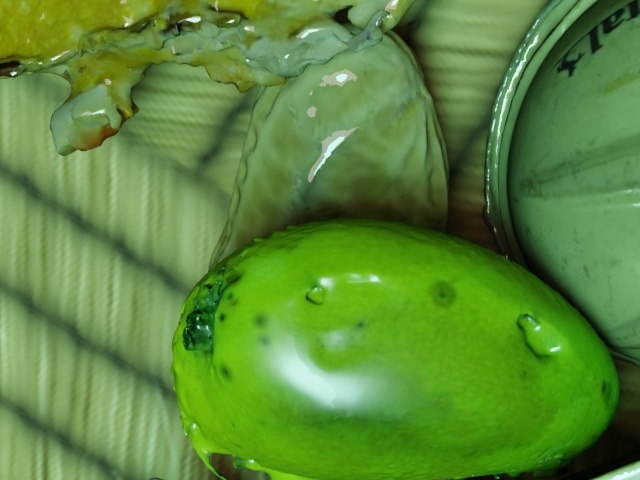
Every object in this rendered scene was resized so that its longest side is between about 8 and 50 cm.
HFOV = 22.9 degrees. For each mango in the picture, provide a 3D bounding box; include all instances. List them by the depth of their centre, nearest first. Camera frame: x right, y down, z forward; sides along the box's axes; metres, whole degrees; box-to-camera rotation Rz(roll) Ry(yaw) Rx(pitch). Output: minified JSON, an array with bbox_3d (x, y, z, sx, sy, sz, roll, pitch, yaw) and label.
[{"bbox_3d":[0.031,0.046,0.601,0.178,0.119,0.100,10,67,-17],"label":"mango"}]

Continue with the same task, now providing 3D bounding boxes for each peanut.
[{"bbox_3d":[0.000,0.000,0.676,0.093,0.083,0.194,6,110,-21],"label":"peanut"}]

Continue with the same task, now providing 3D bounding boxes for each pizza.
[{"bbox_3d":[-0.090,-0.130,0.649,0.297,0.071,0.189,-2,88,26],"label":"pizza"}]

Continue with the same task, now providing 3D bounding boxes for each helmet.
[{"bbox_3d":[0.180,-0.035,0.601,0.257,0.137,0.204,-32,94,16],"label":"helmet"}]

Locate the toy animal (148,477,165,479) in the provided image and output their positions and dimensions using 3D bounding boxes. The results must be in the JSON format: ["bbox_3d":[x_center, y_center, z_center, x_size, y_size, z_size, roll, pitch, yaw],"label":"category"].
[{"bbox_3d":[-0.033,0.219,0.729,0.324,0.090,0.195,37,131,-4],"label":"toy animal"}]

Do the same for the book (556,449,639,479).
[{"bbox_3d":[0.118,0.094,0.630,0.192,0.168,0.013,-23,81,16],"label":"book"}]
